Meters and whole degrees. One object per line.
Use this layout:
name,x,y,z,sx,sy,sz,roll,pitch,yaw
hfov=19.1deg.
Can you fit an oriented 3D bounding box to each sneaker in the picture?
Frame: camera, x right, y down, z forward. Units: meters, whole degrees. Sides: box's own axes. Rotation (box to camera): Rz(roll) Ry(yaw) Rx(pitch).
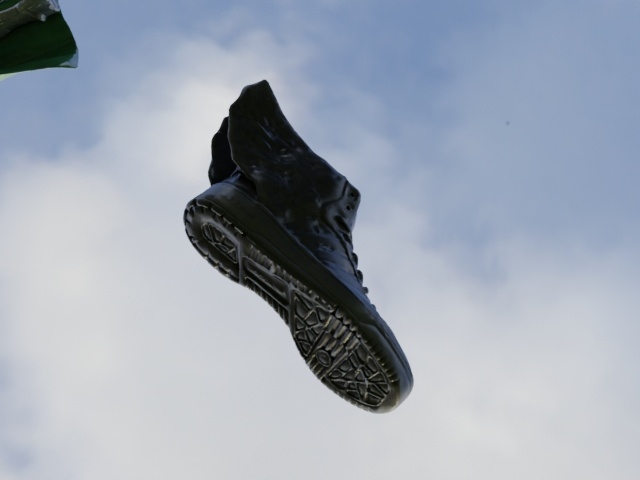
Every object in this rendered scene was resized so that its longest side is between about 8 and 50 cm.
sneaker,-0.001,0.002,0.936,0.170,0.089,0.051,44,-44,9

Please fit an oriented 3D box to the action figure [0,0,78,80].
action figure,-0.264,-0.108,1.109,0.232,0.063,0.137,-24,-133,4
